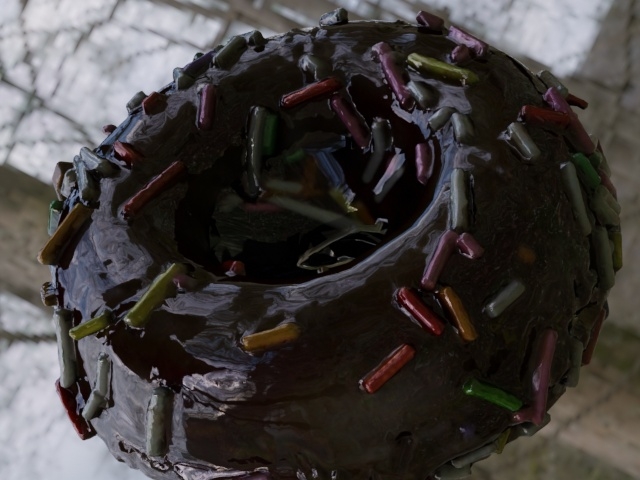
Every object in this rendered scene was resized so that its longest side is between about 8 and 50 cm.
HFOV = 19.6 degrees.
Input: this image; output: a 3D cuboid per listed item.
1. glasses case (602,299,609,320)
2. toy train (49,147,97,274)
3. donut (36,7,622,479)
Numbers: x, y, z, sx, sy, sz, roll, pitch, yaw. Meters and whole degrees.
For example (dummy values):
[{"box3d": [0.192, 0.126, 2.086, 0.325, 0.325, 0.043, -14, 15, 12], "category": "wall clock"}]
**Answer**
[{"box3d": [0.197, 0.063, 1.498, 0.083, 0.033, 0.023, -30, -13, 32], "category": "glasses case"}, {"box3d": [-0.143, 0.021, 1.395, 0.091, 0.227, 0.136, 3, -48, -30], "category": "toy train"}, {"box3d": [0.000, 0.000, 0.814, 0.269, 0.270, 0.103, -53, -40, -33], "category": "donut"}]
